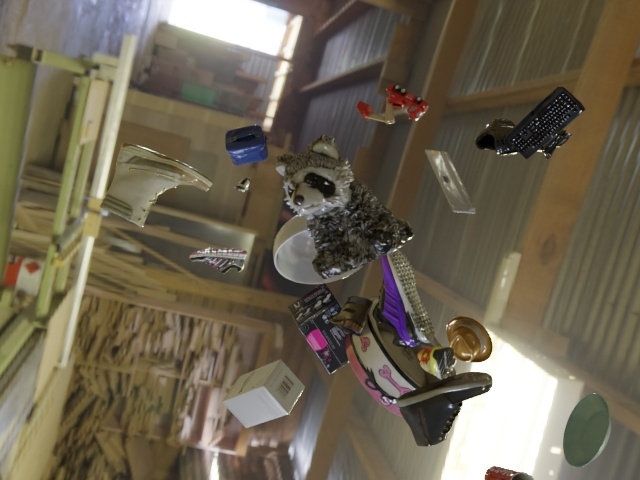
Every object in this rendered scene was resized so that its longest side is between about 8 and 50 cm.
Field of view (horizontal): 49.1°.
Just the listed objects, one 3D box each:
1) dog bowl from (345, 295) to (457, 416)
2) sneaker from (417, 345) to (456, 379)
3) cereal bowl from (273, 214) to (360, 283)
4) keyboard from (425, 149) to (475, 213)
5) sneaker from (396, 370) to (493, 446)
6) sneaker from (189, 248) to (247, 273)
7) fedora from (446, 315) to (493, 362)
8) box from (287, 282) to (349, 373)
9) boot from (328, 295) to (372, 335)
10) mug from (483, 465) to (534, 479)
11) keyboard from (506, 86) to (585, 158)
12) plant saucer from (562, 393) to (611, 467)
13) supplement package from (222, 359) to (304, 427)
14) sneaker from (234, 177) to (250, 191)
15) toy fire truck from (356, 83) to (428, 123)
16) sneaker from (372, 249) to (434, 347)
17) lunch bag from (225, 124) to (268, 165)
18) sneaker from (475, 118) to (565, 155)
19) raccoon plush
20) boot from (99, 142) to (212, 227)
[{"bbox_3d":[0.248,0.379,2.220,0.150,0.408,0.408,-45,-156,21],"label":"dog bowl"},{"bbox_3d":[0.292,0.311,1.813,0.081,0.094,0.208,-63,159,-14],"label":"sneaker"},{"bbox_3d":[0.000,0.000,2.392,0.339,0.339,0.141,117,-31,-48],"label":"cereal bowl"},{"bbox_3d":[0.365,-0.171,1.987,0.014,0.072,0.256,108,-25,-44],"label":"keyboard"},{"bbox_3d":[0.283,0.361,1.503,0.222,0.118,0.083,-24,179,29],"label":"sneaker"},{"bbox_3d":[-0.304,0.065,2.087,0.063,0.170,0.075,-122,-147,-76],"label":"sneaker"},{"bbox_3d":[0.504,0.358,2.436,0.079,0.194,0.194,-37,161,-42],"label":"fedora"},{"bbox_3d":[0.023,0.298,2.395,0.163,0.247,0.142,-33,-150,-4],"label":"box"},{"bbox_3d":[0.095,0.223,2.121,0.106,0.082,0.219,-60,-163,-10],"label":"boot"},{"bbox_3d":[0.626,0.813,2.378,0.113,0.150,0.169,-44,-173,-16],"label":"mug"},{"bbox_3d":[0.468,-0.228,1.454,0.038,0.100,0.192,-50,179,-33],"label":"keyboard"},{"bbox_3d":[0.686,0.487,1.780,0.195,0.037,0.195,-156,-90,-85],"label":"plant saucer"},{"bbox_3d":[-0.151,0.404,1.840,0.179,0.105,0.105,-29,-164,39],"label":"supplement package"},{"bbox_3d":[-0.283,-0.204,2.541,0.109,0.040,0.043,-64,177,-76],"label":"sneaker"},{"bbox_3d":[0.219,-0.406,2.145,0.135,0.192,0.047,-52,151,-3],"label":"toy fire truck"},{"bbox_3d":[0.201,0.167,1.977,0.146,0.102,0.293,-24,-101,30],"label":"sneaker"},{"bbox_3d":[-0.164,-0.218,1.583,0.065,0.098,0.067,65,15,-60],"label":"lunch bag"},{"bbox_3d":[0.593,-0.299,2.101,0.286,0.130,0.109,6,-56,51],"label":"sneaker"},{"bbox_3d":[0.052,-0.090,1.660,0.299,0.216,0.446,66,14,1],"label":"raccoon plush"},{"bbox_3d":[-0.362,-0.104,1.551,0.077,0.213,0.165,-178,-72,-74],"label":"boot"}]
